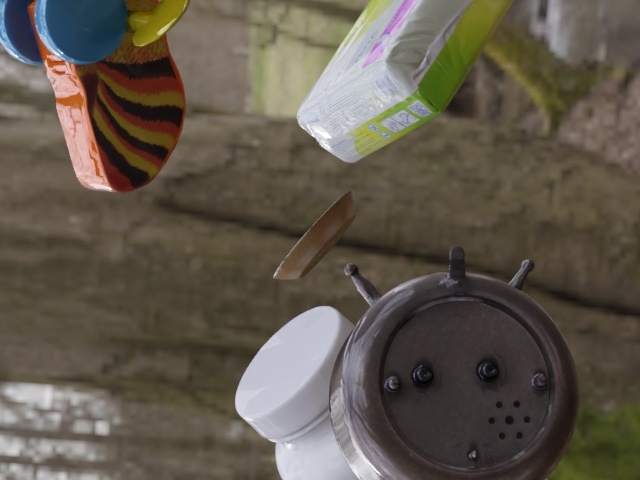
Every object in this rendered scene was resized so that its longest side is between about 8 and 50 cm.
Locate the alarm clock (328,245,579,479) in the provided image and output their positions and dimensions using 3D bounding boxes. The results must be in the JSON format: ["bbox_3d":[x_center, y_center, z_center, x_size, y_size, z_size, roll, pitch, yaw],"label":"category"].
[{"bbox_3d":[0.074,0.101,0.918,0.064,0.129,0.192,124,143,-73],"label":"alarm clock"}]

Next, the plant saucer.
[{"bbox_3d":[0.000,0.000,1.217,0.083,0.015,0.083,-48,-5,-6],"label":"plant saucer"}]

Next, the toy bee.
[{"bbox_3d":[-0.160,-0.194,1.298,0.195,0.162,0.298,31,144,41],"label":"toy bee"}]

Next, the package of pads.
[{"bbox_3d":[0.114,-0.239,1.935,0.296,0.101,0.229,-56,14,-27],"label":"package of pads"}]

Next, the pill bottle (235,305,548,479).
[{"bbox_3d":[0.050,0.145,1.130,0.121,0.216,0.121,-38,24,20],"label":"pill bottle"}]
